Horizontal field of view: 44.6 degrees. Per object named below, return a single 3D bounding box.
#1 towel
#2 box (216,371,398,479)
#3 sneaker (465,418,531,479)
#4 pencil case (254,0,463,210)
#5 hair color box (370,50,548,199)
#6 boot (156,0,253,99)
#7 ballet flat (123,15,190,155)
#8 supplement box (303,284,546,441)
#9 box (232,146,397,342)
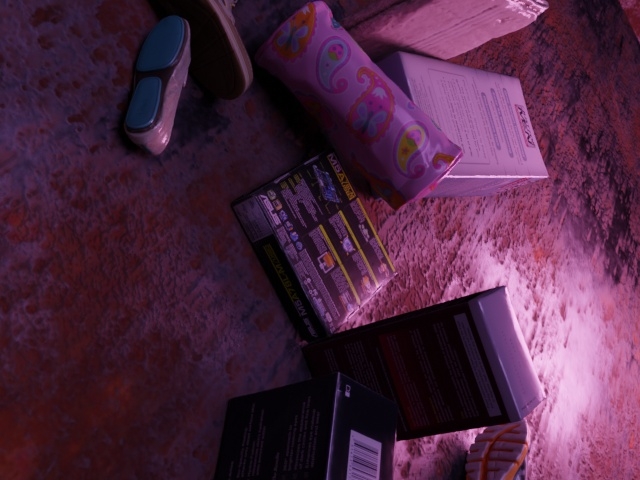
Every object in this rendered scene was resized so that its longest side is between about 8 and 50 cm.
[{"bbox_3d":[0.150,-0.301,1.073,0.187,0.282,0.049,7,73,-48],"label":"towel"},{"bbox_3d":[-0.017,0.224,0.739,0.093,0.158,0.156,33,51,-36],"label":"box"},{"bbox_3d":[0.246,0.342,1.068,0.083,0.084,0.215,48,53,-28],"label":"sneaker"},{"bbox_3d":[0.049,-0.171,0.979,0.284,0.124,0.124,48,40,0],"label":"pencil case"},{"bbox_3d":[0.207,-0.168,1.219,0.374,0.113,0.185,-6,79,-50],"label":"hair color box"},{"bbox_3d":[-0.112,-0.281,0.921,0.213,0.077,0.165,60,37,-7],"label":"boot"},{"bbox_3d":[-0.170,-0.164,0.830,0.052,0.057,0.168,64,32,-55],"label":"ballet flat"},{"bbox_3d":[0.107,0.145,0.856,0.073,0.239,0.130,-16,87,-53],"label":"supplement box"},{"bbox_3d":[0.000,0.000,0.954,0.184,0.045,0.190,-39,103,-53],"label":"box"}]
